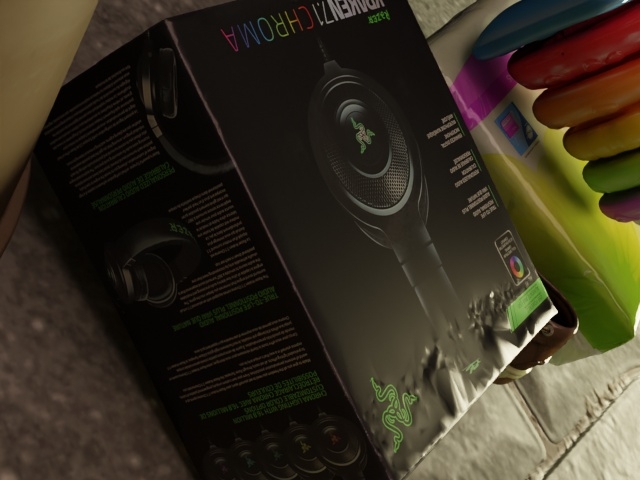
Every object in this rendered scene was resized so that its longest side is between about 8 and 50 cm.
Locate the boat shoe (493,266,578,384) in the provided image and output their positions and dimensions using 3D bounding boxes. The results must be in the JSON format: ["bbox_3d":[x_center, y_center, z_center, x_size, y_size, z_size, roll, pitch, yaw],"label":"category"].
[{"bbox_3d":[0.101,-0.008,0.828,0.257,0.095,0.095,46,39,-13],"label":"boat shoe"}]

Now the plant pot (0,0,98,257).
[{"bbox_3d":[-0.217,-0.119,0.417,0.323,0.280,0.323,26,48,-32],"label":"plant pot"}]

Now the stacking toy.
[{"bbox_3d":[0.268,-0.076,0.871,0.175,0.165,0.302,-31,99,-36],"label":"stacking toy"}]

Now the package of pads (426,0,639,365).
[{"bbox_3d":[0.188,-0.066,0.962,0.297,0.101,0.229,53,39,-6],"label":"package of pads"}]

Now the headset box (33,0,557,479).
[{"bbox_3d":[0.000,0.000,0.661,0.246,0.131,0.283,-30,96,-53],"label":"headset box"}]
